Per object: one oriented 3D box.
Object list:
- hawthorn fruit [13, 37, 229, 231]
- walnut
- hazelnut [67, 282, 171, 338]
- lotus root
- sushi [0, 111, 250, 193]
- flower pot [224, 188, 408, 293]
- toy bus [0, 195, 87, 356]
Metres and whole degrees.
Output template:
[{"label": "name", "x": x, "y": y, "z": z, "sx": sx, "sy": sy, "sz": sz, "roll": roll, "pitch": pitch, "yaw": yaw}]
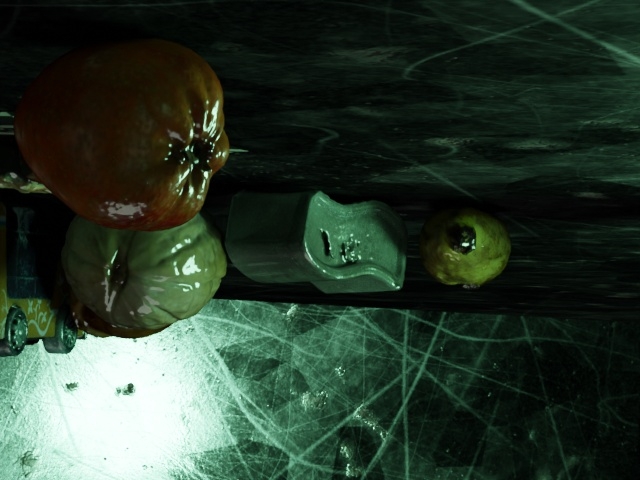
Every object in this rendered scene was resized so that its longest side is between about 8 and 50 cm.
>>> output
[{"label": "hawthorn fruit", "x": -0.132, "y": -0.075, "z": 1.102, "sx": 0.138, "sy": 0.133, "sz": 0.133, "roll": 17, "pitch": -179, "yaw": 24}, {"label": "walnut", "x": -0.190, "y": 0.015, "z": 1.832, "sx": 0.178, "sy": 0.178, "sz": 0.230, "roll": 1, "pitch": -174, "yaw": 5}, {"label": "hazelnut", "x": -0.228, "y": 0.041, "z": 2.033, "sx": 0.170, "sy": 0.161, "sz": 0.201, "roll": -29, "pitch": -172, "yaw": -26}, {"label": "lotus root", "x": 0.165, "y": -0.001, "z": 1.918, "sx": 0.108, "sy": 0.094, "sz": 0.191, "roll": -22, "pitch": 163, "yaw": 5}, {"label": "sushi", "x": -0.250, "y": -0.071, "z": 1.519, "sx": 0.290, "sy": 0.050, "sz": 0.264, "roll": -1, "pitch": 174, "yaw": 28}, {"label": "flower pot", "x": 0.000, "y": 0.000, "z": 1.881, "sx": 0.108, "sy": 0.103, "sz": 0.229, "roll": -2, "pitch": 172, "yaw": 32}, {"label": "toy bus", "x": -0.407, "y": 0.043, "z": 2.003, "sx": 0.161, "sy": 0.194, "sz": 0.323, "roll": 1, "pitch": 177, "yaw": 14}]
